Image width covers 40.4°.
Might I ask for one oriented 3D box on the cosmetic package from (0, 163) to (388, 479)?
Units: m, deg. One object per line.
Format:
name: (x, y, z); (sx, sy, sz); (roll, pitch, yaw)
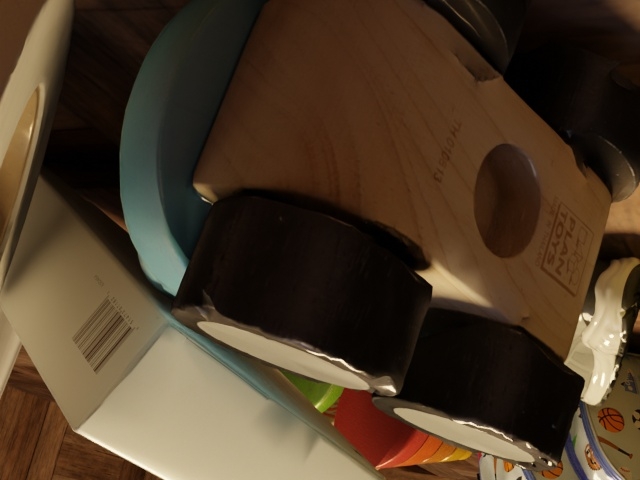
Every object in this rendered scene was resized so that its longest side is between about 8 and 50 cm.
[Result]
cosmetic package: (-0.141, 0.082, 0.740); (0.284, 0.097, 0.377); (42, 176, -41)

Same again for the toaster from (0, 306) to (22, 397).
toaster: (-0.363, 0.098, 0.800); (0.129, 0.147, 0.227); (5, 148, 8)

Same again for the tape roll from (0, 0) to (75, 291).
tape roll: (-0.231, -0.034, 0.506); (0.100, 0.286, 0.286); (17, 160, -14)

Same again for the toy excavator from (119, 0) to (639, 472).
toy excavator: (0.000, 0.000, 0.616); (0.445, 0.222, 0.433); (5, 160, 46)

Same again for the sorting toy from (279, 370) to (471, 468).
sorting toy: (0.040, 0.157, 0.922); (0.126, 0.127, 0.365); (31, 173, -28)

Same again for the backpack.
backpack: (0.321, 0.253, 1.011); (0.263, 0.277, 0.213); (7, 135, -12)

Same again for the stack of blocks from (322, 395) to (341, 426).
stack of blocks: (0.016, 0.214, 1.062); (0.297, 0.087, 0.171); (-20, -164, -39)

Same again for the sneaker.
sneaker: (0.247, 0.080, 0.841); (0.108, 0.100, 0.271); (17, 158, 22)
